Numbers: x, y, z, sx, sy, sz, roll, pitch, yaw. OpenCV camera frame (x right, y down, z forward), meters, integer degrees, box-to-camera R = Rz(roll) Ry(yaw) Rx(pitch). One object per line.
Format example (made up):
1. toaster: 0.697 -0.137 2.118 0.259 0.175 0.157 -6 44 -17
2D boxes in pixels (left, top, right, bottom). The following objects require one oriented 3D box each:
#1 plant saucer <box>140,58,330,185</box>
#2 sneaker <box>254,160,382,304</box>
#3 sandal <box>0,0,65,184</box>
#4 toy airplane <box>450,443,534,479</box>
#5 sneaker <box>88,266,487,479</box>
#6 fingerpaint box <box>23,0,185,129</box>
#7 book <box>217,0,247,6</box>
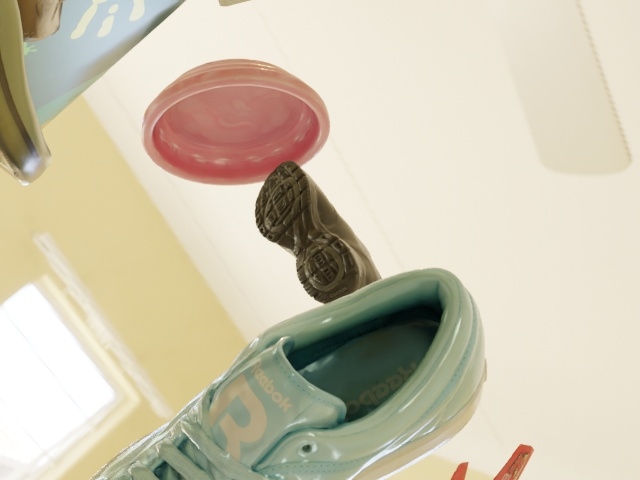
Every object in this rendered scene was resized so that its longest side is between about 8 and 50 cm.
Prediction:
1. plant saucer: -0.151 -0.214 1.836 0.332 0.332 0.084 102 -17 -61
2. sneaker: 0.000 0.000 1.500 0.130 0.109 0.286 26 27 -47
3. sandal: -0.150 -0.121 0.447 0.120 0.086 0.303 41 -25 9
4. toy airplane: 0.143 0.250 0.972 0.028 0.151 0.151 29 -30 34
5. sneaker: -0.051 0.126 0.655 0.135 0.366 0.150 44 -22 32
6. fingerpaint box: -0.332 -0.264 0.718 0.371 0.163 0.444 -34 -101 29
7. book: -0.048 -0.311 1.091 0.035 0.144 0.096 35 -40 59
